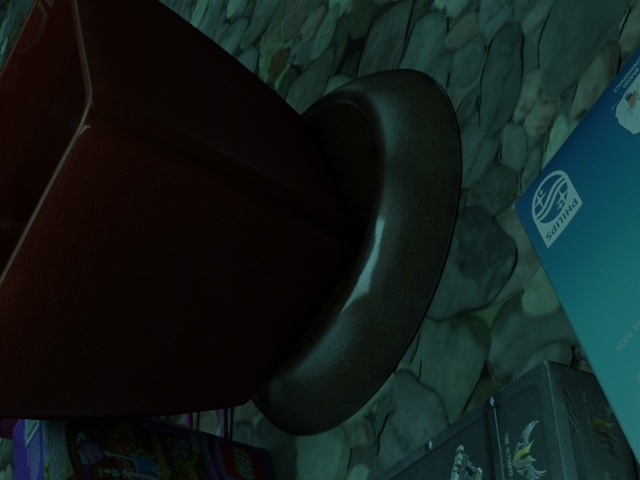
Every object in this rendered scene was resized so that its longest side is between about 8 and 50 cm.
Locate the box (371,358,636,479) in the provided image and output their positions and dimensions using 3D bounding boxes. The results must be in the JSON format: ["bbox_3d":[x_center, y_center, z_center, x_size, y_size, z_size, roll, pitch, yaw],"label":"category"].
[{"bbox_3d":[0.096,0.206,0.678,0.183,0.056,0.231,-44,37,40],"label":"box"}]

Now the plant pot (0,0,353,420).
[{"bbox_3d":[-0.133,-0.020,0.966,0.267,0.236,0.267,-57,30,24],"label":"plant pot"}]

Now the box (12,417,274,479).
[{"bbox_3d":[-0.111,0.242,0.886,0.057,0.201,0.293,-56,29,25],"label":"box"}]

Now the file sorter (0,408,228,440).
[{"bbox_3d":[-0.232,0.196,1.157,0.291,0.202,0.182,-41,41,44],"label":"file sorter"}]

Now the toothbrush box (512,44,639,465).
[{"bbox_3d":[0.214,0.065,0.372,0.126,0.216,0.295,-56,30,27],"label":"toothbrush box"}]

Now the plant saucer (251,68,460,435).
[{"bbox_3d":[0.000,0.000,1.019,0.310,0.050,0.310,-40,40,45],"label":"plant saucer"}]
